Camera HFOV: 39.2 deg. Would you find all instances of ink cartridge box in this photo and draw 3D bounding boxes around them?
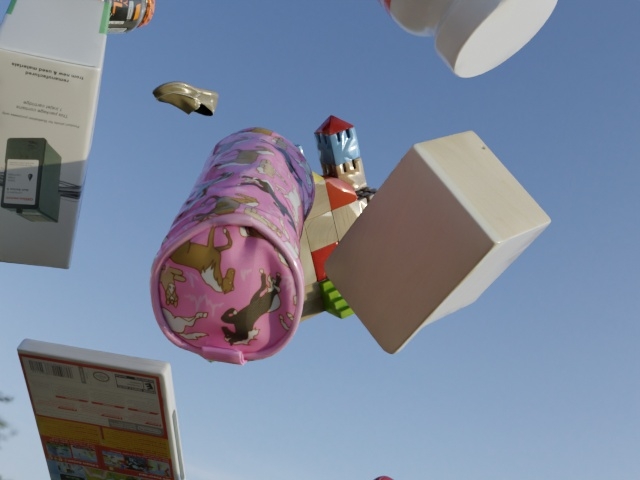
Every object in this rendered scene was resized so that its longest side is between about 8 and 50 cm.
[{"bbox_3d":[-0.347,-0.140,1.125,0.121,0.211,0.289,9,-56,-15],"label":"ink cartridge box"}]

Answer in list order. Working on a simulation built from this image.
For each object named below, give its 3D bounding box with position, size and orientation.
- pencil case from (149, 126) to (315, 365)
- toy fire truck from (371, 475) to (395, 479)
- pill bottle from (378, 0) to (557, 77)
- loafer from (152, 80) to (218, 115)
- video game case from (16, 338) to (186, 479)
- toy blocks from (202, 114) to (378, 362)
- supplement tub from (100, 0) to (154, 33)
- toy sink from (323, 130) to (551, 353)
[{"bbox_3d":[-0.087,-0.008,1.013,0.160,0.386,0.167,-31,-74,11],"label":"pencil case"},{"bbox_3d":[0.078,0.440,1.036,0.169,0.302,0.254,-36,-76,18],"label":"toy fire truck"},{"bbox_3d":[0.142,-0.411,1.212,0.363,0.210,0.210,55,-21,17],"label":"pill bottle"},{"bbox_3d":[-0.265,-0.280,1.791,0.148,0.050,0.056,1,-18,-38],"label":"loafer"},{"bbox_3d":[-0.285,0.260,1.203,0.204,0.025,0.285,8,-55,12],"label":"video game case"},{"bbox_3d":[-0.045,-0.023,1.318,0.190,0.381,0.261,18,-54,58],"label":"toy blocks"},{"bbox_3d":[-0.392,-0.422,1.582,0.117,0.190,0.117,10,-73,35],"label":"supplement tub"},{"bbox_3d":[0.138,0.005,1.101,0.153,0.131,0.234,52,-47,20],"label":"toy sink"}]
